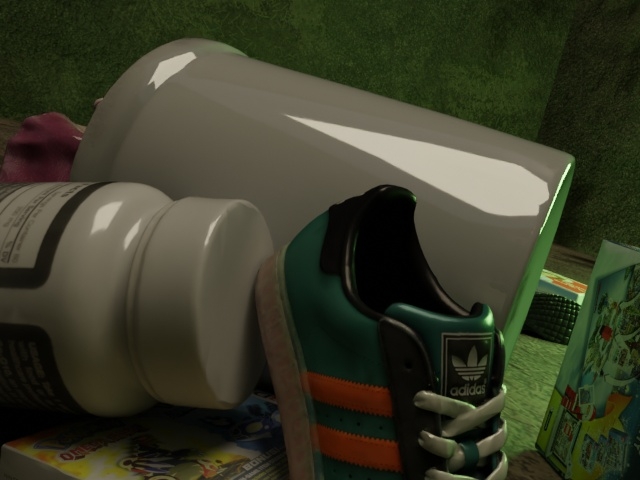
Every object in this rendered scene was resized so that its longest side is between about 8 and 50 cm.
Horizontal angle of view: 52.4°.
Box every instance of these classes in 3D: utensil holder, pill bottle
[{"bbox_3d":[0.007,0.008,0.640,0.385,0.328,0.327,21,11,22],"label":"utensil holder"},{"bbox_3d":[-0.184,0.039,0.461,0.283,0.162,0.161,1,6,16],"label":"pill bottle"}]

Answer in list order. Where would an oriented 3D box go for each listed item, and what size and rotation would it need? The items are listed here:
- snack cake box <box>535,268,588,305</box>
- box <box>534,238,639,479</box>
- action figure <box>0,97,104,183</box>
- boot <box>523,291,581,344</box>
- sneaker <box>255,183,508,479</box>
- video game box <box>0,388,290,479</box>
[{"bbox_3d":[0.460,0.111,1.387,0.152,0.089,0.264,9,11,-40],"label":"snack cake box"},{"bbox_3d":[0.286,0.129,0.598,0.044,0.233,0.159,12,10,-12],"label":"box"},{"bbox_3d":[-0.295,-0.068,0.989,0.369,0.248,0.275,9,-1,9],"label":"action figure"},{"bbox_3d":[0.382,0.123,1.250,0.246,0.084,0.161,16,4,2],"label":"boot"},{"bbox_3d":[0.051,0.102,0.354,0.108,0.121,0.302,6,51,-42],"label":"sneaker"},{"bbox_3d":[-0.069,0.153,0.442,0.187,0.048,0.205,7,5,27],"label":"video game box"}]
